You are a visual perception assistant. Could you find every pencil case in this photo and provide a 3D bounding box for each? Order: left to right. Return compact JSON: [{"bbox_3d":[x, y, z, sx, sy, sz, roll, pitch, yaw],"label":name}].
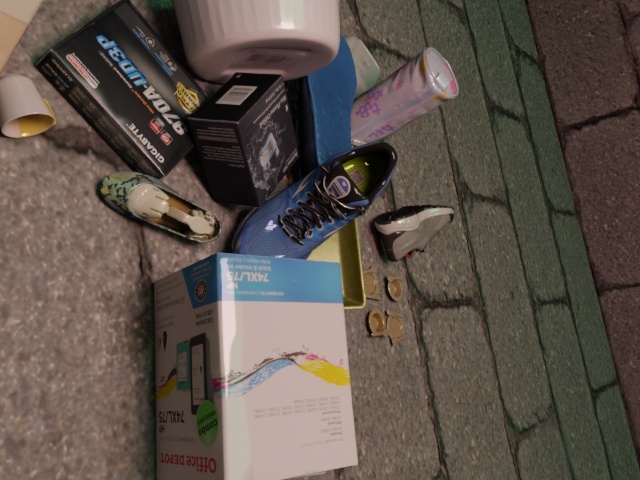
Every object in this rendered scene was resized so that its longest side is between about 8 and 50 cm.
[{"bbox_3d":[0.143,-0.276,1.177,0.113,0.273,0.124,56,35,-9],"label":"pencil case"}]

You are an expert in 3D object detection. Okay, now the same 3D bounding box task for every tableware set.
[{"bbox_3d":[0.135,0.136,1.209,0.141,0.020,0.168,10,69,-47],"label":"tableware set"}]

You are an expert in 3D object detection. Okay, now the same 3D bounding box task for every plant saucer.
[{"bbox_3d":[-0.024,0.033,0.999,0.188,0.045,0.188,-1,75,-18],"label":"plant saucer"}]

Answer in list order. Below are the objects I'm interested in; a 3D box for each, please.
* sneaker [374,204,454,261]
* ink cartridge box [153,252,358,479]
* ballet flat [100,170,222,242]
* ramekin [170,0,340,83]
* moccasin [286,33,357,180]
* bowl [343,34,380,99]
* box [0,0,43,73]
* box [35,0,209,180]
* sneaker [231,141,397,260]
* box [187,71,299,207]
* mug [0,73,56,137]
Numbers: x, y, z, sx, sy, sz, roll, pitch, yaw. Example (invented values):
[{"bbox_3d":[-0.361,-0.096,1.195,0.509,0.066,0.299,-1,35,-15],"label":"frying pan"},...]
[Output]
[{"bbox_3d":[0.217,-0.024,1.315,0.271,0.100,0.108,-18,105,-47],"label":"sneaker"},{"bbox_3d":[-0.094,0.174,0.778,0.197,0.198,0.270,7,71,-38],"label":"ink cartridge box"},{"bbox_3d":[-0.218,-0.046,0.829,0.188,0.070,0.070,24,60,-41],"label":"ballet flat"},{"bbox_3d":[-0.098,-0.350,0.933,0.277,0.277,0.135,-7,90,-50],"label":"ramekin"},{"bbox_3d":[-0.014,-0.246,1.111,0.138,0.117,0.342,16,69,-32],"label":"moccasin"},{"bbox_3d":[0.082,-0.392,1.315,0.142,0.053,0.142,50,43,-25],"label":"bowl"},{"bbox_3d":[-0.419,-0.166,0.591,0.121,0.148,0.311,35,54,-37],"label":"box"},{"bbox_3d":[-0.270,-0.220,0.851,0.220,0.051,0.175,51,44,-24],"label":"box"},{"bbox_3d":[-0.006,-0.062,0.926,0.330,0.147,0.130,-41,90,-19],"label":"sneaker"},{"bbox_3d":[-0.116,-0.163,0.929,0.156,0.093,0.158,-59,150,-41],"label":"box"},{"bbox_3d":[-0.374,-0.168,0.721,0.062,0.078,0.064,-23,85,-18],"label":"mug"}]
